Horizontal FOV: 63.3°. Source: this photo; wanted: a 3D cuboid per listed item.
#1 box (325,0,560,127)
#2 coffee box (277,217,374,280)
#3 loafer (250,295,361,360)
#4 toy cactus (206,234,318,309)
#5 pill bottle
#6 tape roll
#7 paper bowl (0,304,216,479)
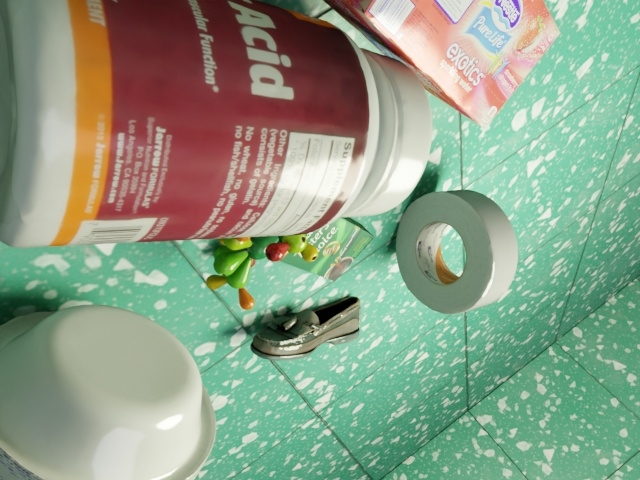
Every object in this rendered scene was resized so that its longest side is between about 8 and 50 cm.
[{"bbox_3d":[0.134,-0.273,0.596,0.300,0.142,0.154,16,116,-50],"label":"box"},{"bbox_3d":[0.000,0.000,0.849,0.113,0.040,0.184,-49,144,10],"label":"coffee box"},{"bbox_3d":[-0.020,0.154,0.971,0.268,0.096,0.084,-3,110,-49],"label":"loafer"},{"bbox_3d":[-0.058,0.003,0.693,0.181,0.112,0.219,-35,-177,-33],"label":"toy cactus"},{"bbox_3d":[-0.088,-0.113,0.495,0.392,0.224,0.224,-4,131,-40],"label":"pill bottle"},{"bbox_3d":[0.237,0.019,0.932,0.072,0.219,0.219,-7,133,-36],"label":"tape roll"},{"bbox_3d":[-0.256,0.186,0.607,0.284,0.284,0.148,15,113,-49],"label":"paper bowl"}]
